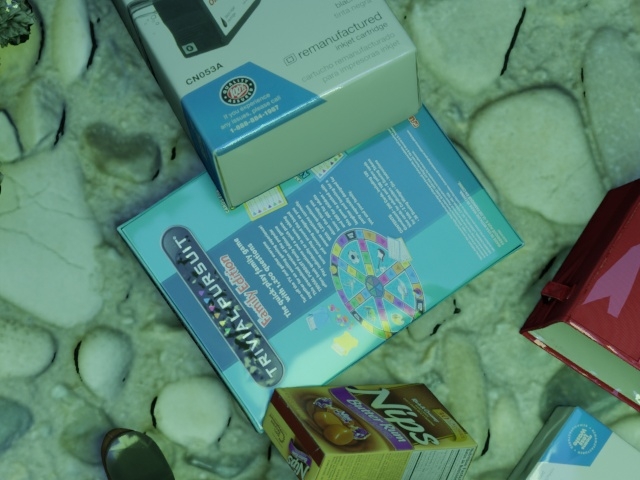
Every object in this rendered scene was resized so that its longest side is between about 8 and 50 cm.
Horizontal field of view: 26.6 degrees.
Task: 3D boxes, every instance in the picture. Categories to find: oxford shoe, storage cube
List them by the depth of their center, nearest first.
[{"bbox_3d":[-0.163,0.282,1.370,0.076,0.076,0.212,-23,101,-20],"label":"oxford shoe"},{"bbox_3d":[0.347,0.059,1.379,0.215,0.183,0.193,34,81,0],"label":"storage cube"}]

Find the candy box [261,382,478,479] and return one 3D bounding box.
[{"bbox_3d":[0.049,0.192,1.336,0.186,0.109,0.053,4,118,-35],"label":"candy box"}]

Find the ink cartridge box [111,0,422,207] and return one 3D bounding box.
[{"bbox_3d":[-0.070,-0.224,1.357,0.223,0.129,0.307,-28,66,-6],"label":"ink cartridge box"}]

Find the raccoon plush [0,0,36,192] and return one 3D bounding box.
[{"bbox_3d":[-0.488,-0.177,1.380,0.446,0.216,0.299,29,96,28],"label":"raccoon plush"}]

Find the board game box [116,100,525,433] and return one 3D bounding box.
[{"bbox_3d":[0.000,0.000,1.409,0.336,0.079,0.254,-35,86,-8],"label":"board game box"}]

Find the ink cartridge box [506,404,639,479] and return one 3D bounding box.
[{"bbox_3d":[0.311,0.290,1.400,0.231,0.078,0.134,36,81,0],"label":"ink cartridge box"}]
